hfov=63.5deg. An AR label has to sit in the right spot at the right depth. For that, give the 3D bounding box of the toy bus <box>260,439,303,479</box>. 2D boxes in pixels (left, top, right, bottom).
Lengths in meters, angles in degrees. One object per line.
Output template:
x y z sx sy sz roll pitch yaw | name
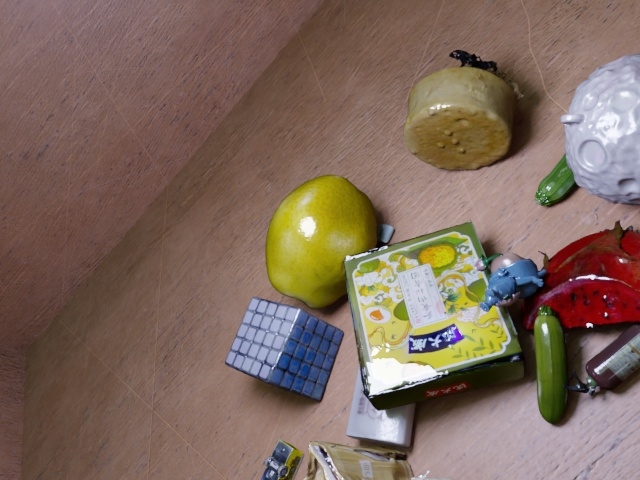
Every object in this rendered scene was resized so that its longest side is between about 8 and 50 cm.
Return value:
-0.135 0.701 1.498 0.081 0.074 0.226 9 70 46 | toy bus

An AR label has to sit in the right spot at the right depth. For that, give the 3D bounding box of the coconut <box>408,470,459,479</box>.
0.262 0.625 1.005 0.254 0.297 0.297 11 71 51 | coconut

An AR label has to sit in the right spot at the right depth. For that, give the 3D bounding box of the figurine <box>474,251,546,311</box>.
0.421 0.083 1.192 0.144 0.178 0.114 49 144 19 | figurine

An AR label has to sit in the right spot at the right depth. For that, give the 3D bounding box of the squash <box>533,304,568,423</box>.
0.505 0.270 1.131 0.069 0.069 0.258 -7 81 41 | squash

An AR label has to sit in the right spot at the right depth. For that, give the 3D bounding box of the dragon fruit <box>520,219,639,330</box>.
0.604 0.067 1.170 0.343 0.100 0.282 -20 34 49 | dragon fruit

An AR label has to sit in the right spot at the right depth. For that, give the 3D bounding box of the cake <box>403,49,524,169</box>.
0.424 -0.416 1.545 0.332 0.332 0.321 -8 56 41 | cake

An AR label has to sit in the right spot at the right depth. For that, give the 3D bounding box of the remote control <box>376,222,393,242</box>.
0.176 -0.029 1.738 0.162 0.029 0.061 15 73 53 | remote control

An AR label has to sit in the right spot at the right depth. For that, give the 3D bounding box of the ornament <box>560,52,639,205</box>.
0.714 -0.239 1.129 0.337 0.337 0.337 -24 48 31 | ornament

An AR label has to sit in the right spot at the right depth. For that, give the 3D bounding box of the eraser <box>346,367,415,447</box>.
0.175 0.402 1.390 0.174 0.095 0.270 -6 58 37 | eraser

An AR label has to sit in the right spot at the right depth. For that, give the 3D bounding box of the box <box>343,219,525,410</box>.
0.273 0.186 1.331 0.373 0.138 0.420 -17 51 11 | box

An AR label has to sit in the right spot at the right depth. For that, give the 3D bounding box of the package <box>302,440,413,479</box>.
0.103 0.551 1.184 0.221 0.311 0.165 -6 62 43 | package

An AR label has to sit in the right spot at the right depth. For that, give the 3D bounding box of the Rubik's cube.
-0.108 0.333 1.603 0.238 0.237 0.237 5 66 45 | Rubik's cube

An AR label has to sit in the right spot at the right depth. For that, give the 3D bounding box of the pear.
0.000 0.000 1.633 0.362 0.362 0.418 30 97 50 | pear

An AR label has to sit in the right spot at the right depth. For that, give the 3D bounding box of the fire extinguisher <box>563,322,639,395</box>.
0.610 0.243 1.074 0.231 0.099 0.071 -44 23 11 | fire extinguisher

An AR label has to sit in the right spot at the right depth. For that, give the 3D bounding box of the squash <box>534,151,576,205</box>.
0.646 -0.180 1.355 0.219 0.068 0.077 -50 51 4 | squash
